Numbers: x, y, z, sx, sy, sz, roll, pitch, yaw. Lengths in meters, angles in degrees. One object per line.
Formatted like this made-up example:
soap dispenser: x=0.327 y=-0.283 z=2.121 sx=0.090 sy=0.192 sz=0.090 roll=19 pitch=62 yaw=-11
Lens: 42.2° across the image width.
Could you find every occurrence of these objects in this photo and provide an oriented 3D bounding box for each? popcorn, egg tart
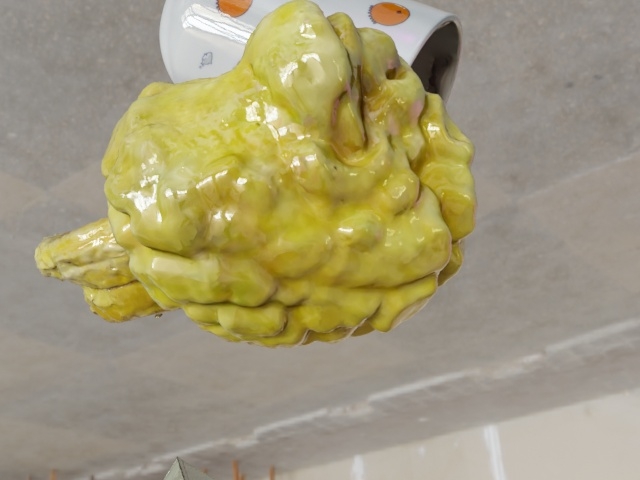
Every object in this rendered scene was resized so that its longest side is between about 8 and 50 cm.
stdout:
popcorn: x=-0.014 y=-0.041 z=0.507 sx=0.225 sy=0.200 sz=0.203 roll=28 pitch=125 yaw=12
egg tart: x=-0.195 y=0.023 z=1.035 sx=0.318 sy=0.128 sz=0.319 roll=-14 pitch=-179 yaw=0

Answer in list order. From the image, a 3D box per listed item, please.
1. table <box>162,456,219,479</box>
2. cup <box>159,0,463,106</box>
table: x=-0.068 y=0.236 z=0.512 sx=0.111 sy=0.122 sz=0.240 roll=34 pitch=170 yaw=-10
cup: x=-0.022 y=-0.214 z=0.980 sx=0.317 sy=0.212 sz=0.212 roll=25 pitch=159 yaw=18
